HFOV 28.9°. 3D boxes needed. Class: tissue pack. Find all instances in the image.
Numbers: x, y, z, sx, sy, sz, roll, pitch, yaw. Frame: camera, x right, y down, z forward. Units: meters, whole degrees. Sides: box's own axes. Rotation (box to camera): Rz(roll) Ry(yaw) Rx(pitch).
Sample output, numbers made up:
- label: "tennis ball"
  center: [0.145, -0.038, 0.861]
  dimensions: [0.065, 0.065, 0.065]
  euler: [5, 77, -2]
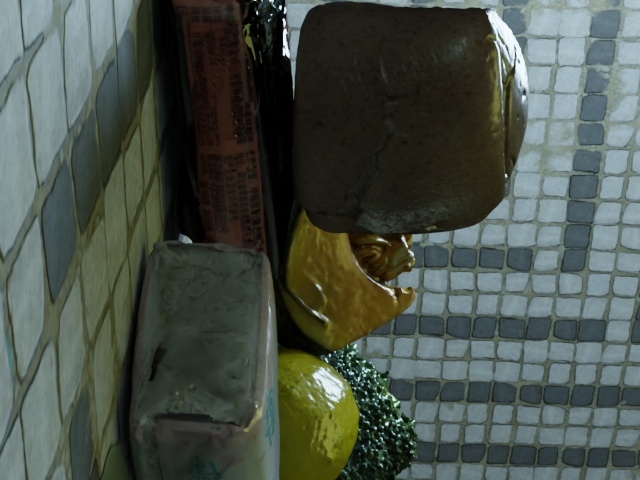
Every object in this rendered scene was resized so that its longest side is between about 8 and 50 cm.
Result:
- label: "tissue pack"
  center: [-0.098, 0.157, 1.119]
  dimensions: [0.271, 0.124, 0.201]
  euler: [89, -1, -51]
- label: "tissue pack"
  center: [-0.091, -0.144, 1.254]
  dimensions: [0.245, 0.123, 0.332]
  euler: [-81, 171, -55]

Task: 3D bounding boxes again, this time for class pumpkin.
- label: "pumpkin"
  center: [0.000, 0.000, 1.688]
  dimensions: [0.225, 0.256, 0.303]
  euler: [-178, -92, -65]

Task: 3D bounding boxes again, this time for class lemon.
- label: "lemon"
  center: [-0.052, 0.235, 1.566]
  dimensions: [0.231, 0.192, 0.192]
  euler: [-24, 119, -59]

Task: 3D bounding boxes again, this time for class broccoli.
- label: "broccoli"
  center: [-0.034, 0.306, 2.006]
  dimensions: [0.397, 0.275, 0.353]
  euler: [-14, -114, 64]

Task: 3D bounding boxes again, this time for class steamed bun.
- label: "steamed bun"
  center: [0.081, -0.101, 1.276]
  dimensions: [0.301, 0.251, 0.199]
  euler: [73, 27, -66]

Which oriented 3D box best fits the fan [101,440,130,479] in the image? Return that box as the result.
- label: "fan"
  center: [-0.160, 0.317, 0.937]
  dimensions: [0.191, 0.009, 0.329]
  euler: [90, 2, -68]

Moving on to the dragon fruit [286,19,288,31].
- label: "dragon fruit"
  center: [-0.099, -0.283, 1.766]
  dimensions: [0.106, 0.083, 0.162]
  euler: [72, 24, -46]
